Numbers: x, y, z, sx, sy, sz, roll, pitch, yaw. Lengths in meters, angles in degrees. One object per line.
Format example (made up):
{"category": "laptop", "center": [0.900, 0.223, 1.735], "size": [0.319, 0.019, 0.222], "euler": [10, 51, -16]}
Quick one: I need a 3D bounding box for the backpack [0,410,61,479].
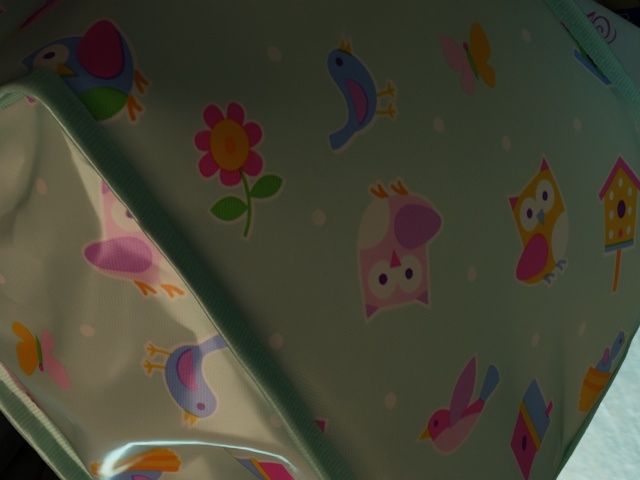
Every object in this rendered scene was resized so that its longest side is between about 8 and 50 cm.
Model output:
{"category": "backpack", "center": [-0.145, 0.124, 1.079], "size": [0.290, 0.356, 0.273], "euler": [24, 152, 0]}

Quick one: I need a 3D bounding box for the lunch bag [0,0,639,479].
{"category": "lunch bag", "center": [0.000, 0.000, 0.657], "size": [0.160, 0.223, 0.262], "euler": [-15, 120, 45]}

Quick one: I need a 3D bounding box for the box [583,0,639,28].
{"category": "box", "center": [0.216, -0.100, 0.773], "size": [0.225, 0.036, 0.136], "euler": [-7, 138, 41]}

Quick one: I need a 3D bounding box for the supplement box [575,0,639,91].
{"category": "supplement box", "center": [0.057, -0.055, 0.841], "size": [0.220, 0.111, 0.114], "euler": [31, 160, 5]}
